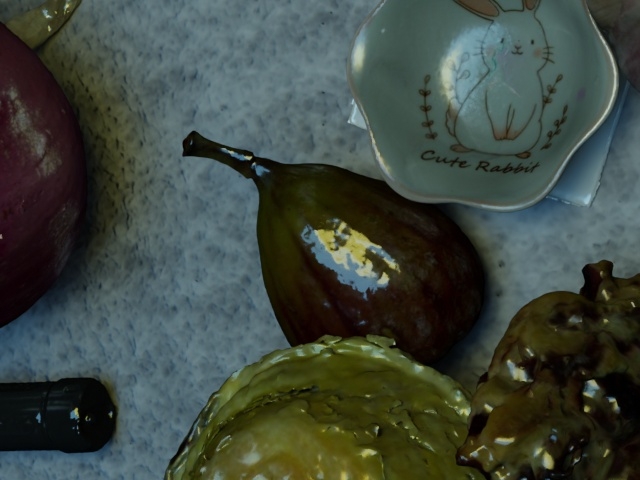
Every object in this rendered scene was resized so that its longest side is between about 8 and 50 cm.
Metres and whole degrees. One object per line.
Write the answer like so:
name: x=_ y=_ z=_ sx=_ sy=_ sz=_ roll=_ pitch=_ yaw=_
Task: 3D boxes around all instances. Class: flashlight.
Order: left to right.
flashlight: x=-0.305 y=0.167 z=1.686 sx=0.232 sy=0.093 sz=0.093 roll=-3 pitch=93 yaw=26

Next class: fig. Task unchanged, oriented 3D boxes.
fig: x=0.000 y=0.000 z=1.470 sx=0.274 sy=0.145 sz=0.170 roll=42 pitch=114 yaw=-5

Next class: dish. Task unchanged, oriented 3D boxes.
dish: x=0.137 y=-0.129 z=1.440 sx=0.229 sy=0.081 sz=0.229 roll=0 pitch=90 yaw=27

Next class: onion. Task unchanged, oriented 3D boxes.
onion: x=-0.352 y=-0.079 z=1.592 sx=0.358 sy=0.345 sz=0.358 roll=14 pitch=111 yaw=39

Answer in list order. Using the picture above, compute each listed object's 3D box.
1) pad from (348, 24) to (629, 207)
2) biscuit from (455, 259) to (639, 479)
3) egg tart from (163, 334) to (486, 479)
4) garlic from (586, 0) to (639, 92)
pad: x=0.139 y=-0.133 z=1.484 sx=0.232 sy=0.004 sz=0.156 roll=21 pitch=103 yaw=24
biscuit: x=0.243 y=0.162 z=1.293 sx=0.289 sy=0.334 sz=0.081 roll=40 pitch=150 yaw=-3
egg tart: x=0.001 y=0.227 z=1.341 sx=0.341 sy=0.132 sz=0.341 roll=-8 pitch=73 yaw=27
garlic: x=0.319 y=-0.195 z=1.285 sx=0.207 sy=0.207 sz=0.256 roll=69 pitch=156 yaw=6
